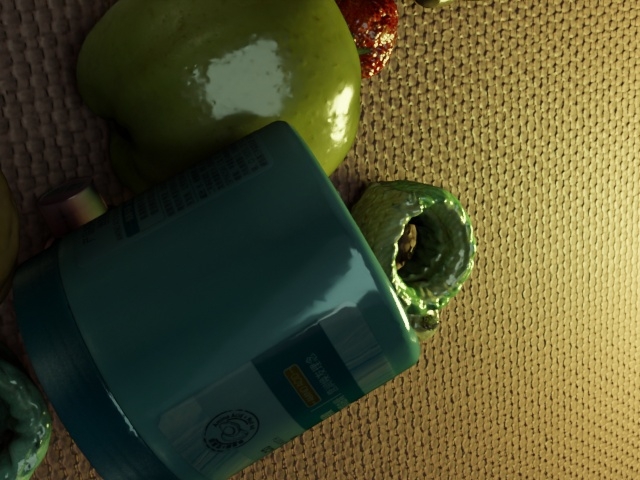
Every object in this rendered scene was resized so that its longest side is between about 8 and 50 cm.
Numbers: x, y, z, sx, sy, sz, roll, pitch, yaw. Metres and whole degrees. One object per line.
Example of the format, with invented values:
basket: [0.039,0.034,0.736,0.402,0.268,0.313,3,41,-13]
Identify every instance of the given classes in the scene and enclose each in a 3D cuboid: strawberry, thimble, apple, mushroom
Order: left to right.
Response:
thimble: [-0.458,0.219,1.025,0.198,0.143,0.235,-50,121,-14]
apple: [-0.125,-0.191,1.115,0.360,0.311,0.320,-27,88,-22]
strawberry: [0.068,-0.315,1.251,0.148,0.131,0.131,-20,112,-20]
thimble: [0.140,0.006,1.359,0.218,0.150,0.219,-9,108,-31]
mushroom: [0.184,0.142,1.464,0.085,0.079,0.085,-8,104,-34]

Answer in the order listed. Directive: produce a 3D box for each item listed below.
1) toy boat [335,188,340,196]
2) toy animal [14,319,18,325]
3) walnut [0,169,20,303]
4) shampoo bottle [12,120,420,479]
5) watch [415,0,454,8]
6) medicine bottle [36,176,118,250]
toy boat: [0.000,0.000,1.288,0.061,0.116,0.188,-30,115,-31]
toy animal: [-0.375,0.090,1.115,0.050,0.028,0.084,41,79,-25]
walnut: [-0.498,0.025,0.862,0.306,0.306,0.344,40,76,-34]
shampoo bottle: [-0.107,0.079,0.939,0.342,0.331,0.331,-31,118,-2]
watch: [0.294,-0.558,1.272,0.327,0.314,0.335,-39,109,-33]
medicine bottle: [-0.302,0.015,1.103,0.119,0.094,0.188,-31,117,-19]
